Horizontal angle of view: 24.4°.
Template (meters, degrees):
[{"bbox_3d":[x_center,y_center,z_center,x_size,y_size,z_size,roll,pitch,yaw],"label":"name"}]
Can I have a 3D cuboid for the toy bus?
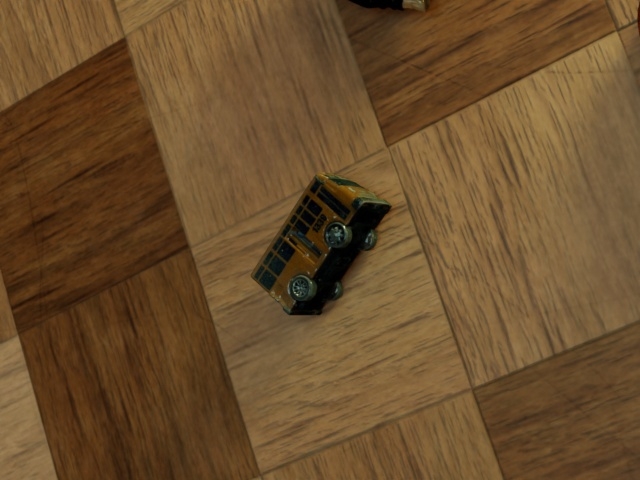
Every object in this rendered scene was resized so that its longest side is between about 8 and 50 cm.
[{"bbox_3d":[0.000,0.000,1.915,0.103,0.091,0.182,42,108,26],"label":"toy bus"}]

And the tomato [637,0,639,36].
[{"bbox_3d":[0.465,-0.262,1.661,0.237,0.095,0.237,-3,84,30],"label":"tomato"}]

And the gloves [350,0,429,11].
[{"bbox_3d":[0.088,-0.369,1.887,0.203,0.124,0.164,2,105,38],"label":"gloves"}]
